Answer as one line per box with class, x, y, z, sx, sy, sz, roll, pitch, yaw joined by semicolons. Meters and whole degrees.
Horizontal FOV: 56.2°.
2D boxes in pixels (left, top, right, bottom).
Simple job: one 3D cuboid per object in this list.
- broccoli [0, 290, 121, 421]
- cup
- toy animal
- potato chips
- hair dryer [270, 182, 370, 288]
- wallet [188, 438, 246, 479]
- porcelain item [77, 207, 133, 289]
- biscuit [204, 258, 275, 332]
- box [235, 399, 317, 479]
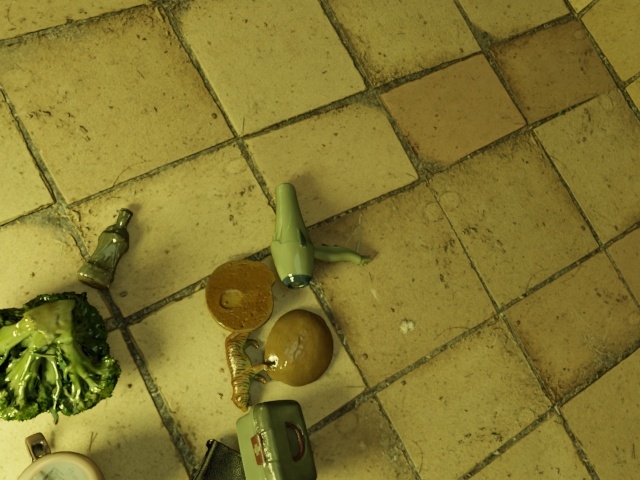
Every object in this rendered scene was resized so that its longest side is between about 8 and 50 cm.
broccoli;-0.588;0.239;1.276;0.321;0.283;0.303;-27;73;-43
cup;-0.548;0.509;1.231;0.192;0.200;0.252;-17;67;-33
toy animal;-0.191;0.306;1.516;0.099;0.057;0.241;-9;78;-22
potato chips;-0.053;0.280;1.573;0.208;0.062;0.195;-24;85;-26
hair dryer;-0.030;-0.029;1.672;0.298;0.119;0.295;-15;75;-39
wallet;-0.197;0.619;1.388;0.262;0.071;0.221;34;42;-10
porcelain item;-0.518;0.014;1.491;0.081;0.069;0.215;22;63;-7
biscuit;-0.206;0.146;1.545;0.181;0.049;0.208;3;58;-9
box;-0.106;0.491;1.419;0.148;0.129;0.210;7;57;-42
